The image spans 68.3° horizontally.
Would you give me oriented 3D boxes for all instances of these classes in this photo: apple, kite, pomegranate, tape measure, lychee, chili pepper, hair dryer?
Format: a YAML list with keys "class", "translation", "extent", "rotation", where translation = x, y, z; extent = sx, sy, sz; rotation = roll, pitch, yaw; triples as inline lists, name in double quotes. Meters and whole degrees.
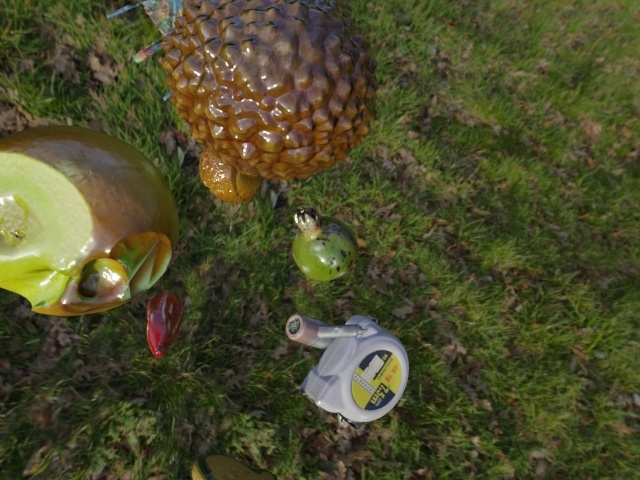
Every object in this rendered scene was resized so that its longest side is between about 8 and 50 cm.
- class: "apple"
  translation: [-0.470, -0.025, 0.906]
  extent: [0.383, 0.374, 0.375]
  rotation: [-29, 85, -35]
- class: "kite"
  translation: [-0.239, -0.333, 0.766]
  extent: [0.160, 0.010, 0.183]
  rotation: [-34, 97, 0]
- class: "pomegranate"
  translation: [-0.003, 0.003, 1.243]
  extent: [0.179, 0.179, 0.211]
  rotation: [-42, 100, -24]
- class: "tape measure"
  translation: [0.072, 0.247, 0.882]
  extent: [0.196, 0.105, 0.178]
  rotation: [-50, 117, -17]
- class: "lychee"
  translation: [-0.041, -0.150, 0.453]
  extent: [0.200, 0.200, 0.238]
  rotation: [40, 24, -4]
- class: "chili pepper"
  translation: [-0.544, 0.291, 1.629]
  extent: [0.136, 0.253, 0.144]
  rotation: [19, 112, -18]
- class: "hair dryer"
  translation: [0.014, 0.120, 0.627]
  extent: [0.063, 0.114, 0.037]
  rotation: [29, 60, -43]

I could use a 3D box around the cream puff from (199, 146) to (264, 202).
- class: "cream puff"
  translation: [-0.372, -0.303, 1.939]
  extent: [0.211, 0.303, 0.303]
  rotation: [15, 66, 24]

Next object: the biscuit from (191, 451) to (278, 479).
- class: "biscuit"
  translation: [-0.219, 0.744, 1.418]
  extent: [0.287, 0.343, 0.057]
  rotation: [25, 88, -53]
